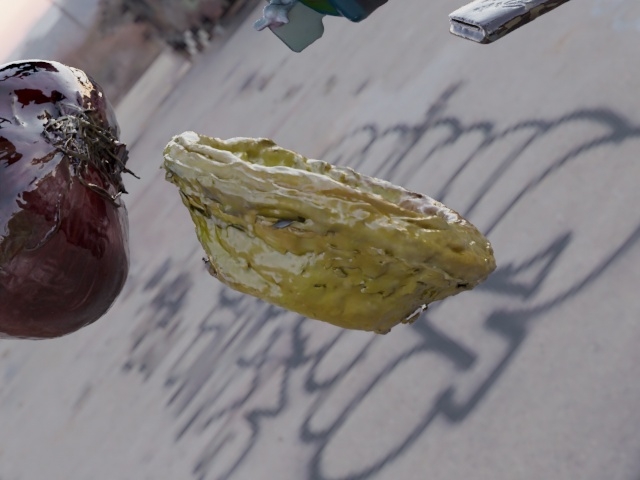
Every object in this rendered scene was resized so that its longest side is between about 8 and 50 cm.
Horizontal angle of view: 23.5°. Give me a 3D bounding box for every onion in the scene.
[{"bbox_3d":[-0.278,-0.041,1.421,0.281,0.221,0.281,-28,52,42],"label":"onion"}]

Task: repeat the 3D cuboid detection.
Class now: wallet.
[{"bbox_3d":[0.254,-0.286,1.706,0.232,0.031,0.122,-30,24,-9],"label":"wallet"}]

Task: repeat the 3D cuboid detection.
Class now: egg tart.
[{"bbox_3d":[0.000,0.000,1.273,0.294,0.294,0.123,-122,49,-79],"label":"egg tart"}]

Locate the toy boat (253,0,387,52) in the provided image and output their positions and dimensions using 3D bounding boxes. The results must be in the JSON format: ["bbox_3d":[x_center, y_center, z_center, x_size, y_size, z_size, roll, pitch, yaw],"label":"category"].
[{"bbox_3d":[-0.073,-0.230,0.982,0.092,0.299,0.134,-38,49,13],"label":"toy boat"}]
